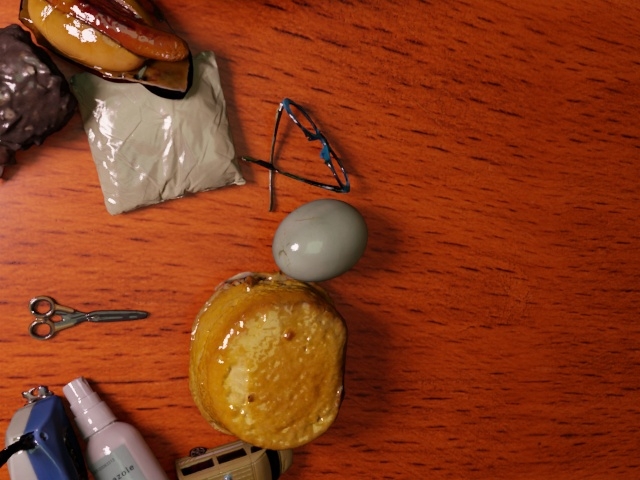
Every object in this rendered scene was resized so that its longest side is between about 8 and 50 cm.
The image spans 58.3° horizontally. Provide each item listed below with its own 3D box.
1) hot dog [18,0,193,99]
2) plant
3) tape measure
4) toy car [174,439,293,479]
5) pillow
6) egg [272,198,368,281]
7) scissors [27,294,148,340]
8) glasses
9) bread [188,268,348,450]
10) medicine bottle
[{"bbox_3d":[-0.375,-0.394,1.019,0.326,0.107,0.193,14,77,-13],"label":"hot dog"},{"bbox_3d":[-0.547,-0.242,0.977,0.234,0.204,0.178,-33,67,-1],"label":"plant"},{"bbox_3d":[-0.471,0.397,0.976,0.098,0.351,0.215,-20,100,-15],"label":"tape measure"},{"bbox_3d":[-0.174,0.485,1.215,0.257,0.124,0.101,-12,101,-18],"label":"toy car"},{"bbox_3d":[-0.308,-0.212,1.120,0.281,0.076,0.274,-16,100,-17],"label":"pillow"},{"bbox_3d":[0.000,0.000,1.198,0.231,0.168,0.167,-24,104,-40],"label":"egg"},{"bbox_3d":[-0.456,0.151,1.135,0.220,0.017,0.087,1,95,-21],"label":"scissors"},{"bbox_3d":[-0.051,-0.159,1.206,0.207,0.102,0.239,-43,108,-12],"label":"glasses"},{"bbox_3d":[-0.090,0.242,1.181,0.337,0.204,0.357,0,93,-27],"label":"bread"},{"bbox_3d":[-0.385,0.421,1.106,0.110,0.110,0.351,-34,84,-14],"label":"medicine bottle"}]
